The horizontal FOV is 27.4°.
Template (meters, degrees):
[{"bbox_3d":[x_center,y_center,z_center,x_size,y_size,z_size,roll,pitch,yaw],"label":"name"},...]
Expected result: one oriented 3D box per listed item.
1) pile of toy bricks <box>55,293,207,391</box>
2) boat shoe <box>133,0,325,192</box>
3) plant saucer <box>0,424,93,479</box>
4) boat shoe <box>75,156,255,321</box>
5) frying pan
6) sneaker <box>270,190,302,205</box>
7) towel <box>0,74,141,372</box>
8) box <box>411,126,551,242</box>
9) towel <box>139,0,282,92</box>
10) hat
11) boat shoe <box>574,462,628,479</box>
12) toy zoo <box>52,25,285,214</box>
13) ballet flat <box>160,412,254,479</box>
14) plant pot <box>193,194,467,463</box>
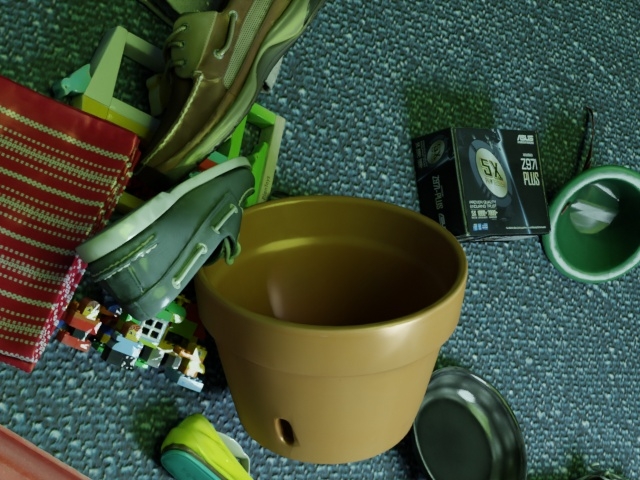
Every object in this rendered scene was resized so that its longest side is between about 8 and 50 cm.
[{"bbox_3d":[-0.186,0.073,1.348,0.212,0.118,0.105,26,88,-36],"label":"pile of toy bricks"},{"bbox_3d":[-0.118,-0.196,1.441,0.120,0.122,0.324,39,61,-12],"label":"boat shoe"},{"bbox_3d":[-0.328,0.312,1.232,0.258,0.047,0.259,39,59,-29],"label":"plant saucer"},{"bbox_3d":[-0.137,-0.004,1.330,0.099,0.116,0.319,59,23,-4],"label":"boat shoe"},{"bbox_3d":[0.192,0.316,1.649,0.197,0.053,0.326,15,58,-35],"label":"frying pan"},{"bbox_3d":[0.000,0.000,1.588,0.190,0.071,0.083,16,96,-42],"label":"sneaker"},{"bbox_3d":[-0.312,-0.029,1.276,0.198,0.031,0.275,24,62,-6],"label":"towel"},{"bbox_3d":[0.221,-0.073,1.780,0.180,0.077,0.147,-1,81,-42],"label":"box"},{"bbox_3d":[-0.130,-0.325,1.539,0.282,0.049,0.187,36,60,-31],"label":"towel"},{"bbox_3d":[0.406,-0.056,1.979,0.208,0.183,0.173,-43,108,6],"label":"hat"},{"bbox_3d":[0.384,0.360,1.830,0.254,0.095,0.079,-2,94,-33],"label":"boat shoe"},{"bbox_3d":[-0.174,-0.110,1.468,0.293,0.030,0.192,26,65,-36],"label":"toy zoo"},{"bbox_3d":[-0.085,0.280,1.443,0.231,0.077,0.077,52,36,-19],"label":"ballet flat"},{"bbox_3d":[0.008,0.102,1.426,0.291,0.290,0.204,-28,131,-41],"label":"plant pot"}]
